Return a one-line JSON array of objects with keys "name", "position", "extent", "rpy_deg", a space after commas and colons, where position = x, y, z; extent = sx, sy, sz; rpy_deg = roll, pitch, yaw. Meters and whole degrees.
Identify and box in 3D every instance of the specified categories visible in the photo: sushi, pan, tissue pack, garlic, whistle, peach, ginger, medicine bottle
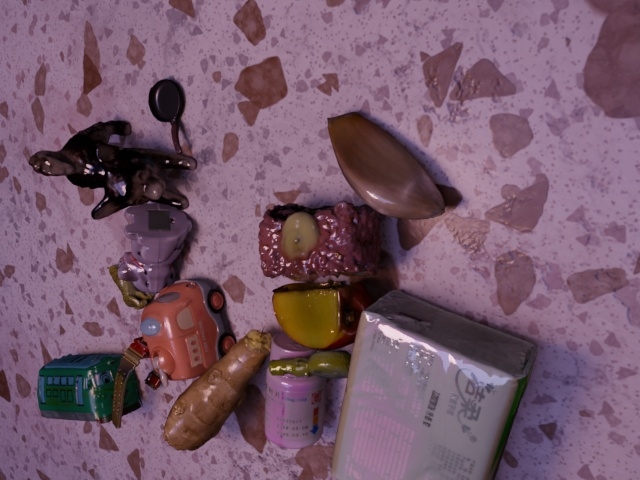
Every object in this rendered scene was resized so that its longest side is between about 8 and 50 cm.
[{"name": "sushi", "position": [0.000, 0.000, 1.156], "extent": [0.270, 0.236, 0.171], "rpy_deg": [0, 88, 31]}, {"name": "pan", "position": [-0.392, -0.326, 1.435], "extent": [0.115, 0.040, 0.212], "rpy_deg": [-25, 80, 33]}, {"name": "tissue pack", "position": [0.219, 0.351, 1.108], "extent": [0.332, 0.205, 0.405], "rpy_deg": [20, 110, 27]}, {"name": "garlic", "position": [0.118, -0.144, 1.109], "extent": [0.318, 0.143, 0.112], "rpy_deg": [52, 164, 16]}, {"name": "whistle", "position": [-0.019, 0.271, 1.190], "extent": [0.198, 0.104, 0.057], "rpy_deg": [-5, 62, 19]}, {"name": "peach", "position": [0.004, 0.168, 1.225], "extent": [0.267, 0.159, 0.154], "rpy_deg": [-9, 84, 44]}, {"name": "ginger", "position": [-0.235, 0.398, 1.402], "extent": [0.375, 0.236, 0.166], "rpy_deg": [-34, 46, 5]}, {"name": "medicine bottle", "position": [-0.061, 0.359, 1.318], "extent": [0.152, 0.152, 0.254], "rpy_deg": [10, 105, 30]}]

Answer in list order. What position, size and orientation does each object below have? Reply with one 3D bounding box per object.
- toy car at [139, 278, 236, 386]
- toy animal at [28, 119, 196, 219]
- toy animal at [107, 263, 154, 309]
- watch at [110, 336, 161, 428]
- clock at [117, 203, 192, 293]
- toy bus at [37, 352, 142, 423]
[{"name": "toy car", "position": [-0.374, 0.247, 1.450], "extent": [0.180, 0.212, 0.270], "rpy_deg": [-10, 95, 33]}, {"name": "toy animal", "position": [-0.545, -0.174, 1.412], "extent": [0.344, 0.303, 0.194], "rpy_deg": [25, 116, 26]}, {"name": "toy animal", "position": [-0.577, 0.148, 1.651], "extent": [0.136, 0.073, 0.181], "rpy_deg": [-19, 103, 41]}, {"name": "watch", "position": [-0.537, 0.414, 1.616], "extent": [0.102, 0.165, 0.268], "rpy_deg": [26, 111, 26]}, {"name": "clock", "position": [-0.466, 0.043, 1.504], "extent": [0.189, 0.189, 0.254], "rpy_deg": [33, 123, 22]}, {"name": "toy bus", "position": [-0.758, 0.472, 1.761], "extent": [0.343, 0.183, 0.199], "rpy_deg": [-9, 91, 32]}]
